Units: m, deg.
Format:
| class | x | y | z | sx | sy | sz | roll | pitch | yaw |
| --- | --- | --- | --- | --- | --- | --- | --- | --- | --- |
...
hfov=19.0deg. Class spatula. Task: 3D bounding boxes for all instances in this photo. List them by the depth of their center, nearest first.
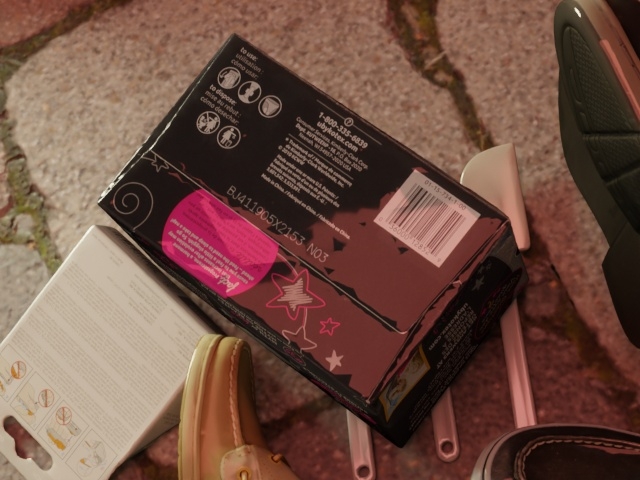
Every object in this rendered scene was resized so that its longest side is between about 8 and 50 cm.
| class | x | y | z | sx | sy | sz | roll | pitch | yaw |
| --- | --- | --- | --- | --- | --- | --- | --- | --- | --- |
| spatula | 0.075 | 0.055 | 1.386 | 0.168 | 0.019 | 0.242 | -9 | 70 | 9 |

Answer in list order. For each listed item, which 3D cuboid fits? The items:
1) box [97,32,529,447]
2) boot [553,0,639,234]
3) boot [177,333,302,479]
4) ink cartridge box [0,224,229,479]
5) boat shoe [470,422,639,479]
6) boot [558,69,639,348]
| class | x | y | z | sx | sy | sz | roll | pitch | yaw |
| --- | --- | --- | --- | --- | --- | --- | --- | --- | --- |
| box | 0.000 | 0.000 | 1.336 | 0.247 | 0.142 | 0.163 | 36 | 82 | 20 |
| boot | 0.348 | -0.054 | 1.196 | 0.284 | 0.138 | 0.377 | -34 | 87 | -5 |
| boot | 0.010 | 0.183 | 1.300 | 0.203 | 0.095 | 0.262 | -8 | 73 | 12 |
| ink cartridge box | -0.167 | 0.101 | 1.423 | 0.145 | 0.045 | 0.179 | 42 | 101 | 24 |
| boat shoe | 0.260 | 0.182 | 1.203 | 0.335 | 0.119 | 0.121 | 17 | 62 | 8 |
| boot | 0.249 | -0.063 | 1.361 | 0.115 | 0.112 | 0.305 | -2 | 63 | -17 |
